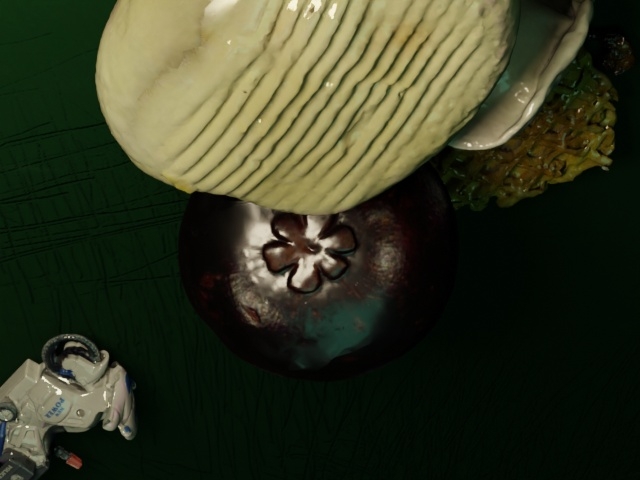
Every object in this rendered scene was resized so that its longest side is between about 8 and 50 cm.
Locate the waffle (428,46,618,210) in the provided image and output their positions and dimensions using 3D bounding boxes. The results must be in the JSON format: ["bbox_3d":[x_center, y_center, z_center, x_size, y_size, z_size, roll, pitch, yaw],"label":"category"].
[{"bbox_3d":[0.179,-0.113,1.873,0.245,0.052,0.254,-21,144,7],"label":"waffle"}]

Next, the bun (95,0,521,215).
[{"bbox_3d":[-0.019,-0.183,1.545,0.361,0.213,0.361,-14,142,-11],"label":"bun"}]

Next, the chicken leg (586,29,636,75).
[{"bbox_3d":[0.288,-0.190,1.841,0.036,0.021,0.083,-20,146,20],"label":"chicken leg"}]

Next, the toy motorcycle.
[{"bbox_3d":[-0.286,0.194,2.057,0.150,0.102,0.221,33,121,-24],"label":"toy motorcycle"}]

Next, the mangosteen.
[{"bbox_3d":[-0.002,-0.003,1.802,0.287,0.287,0.233,-23,117,8],"label":"mangosteen"}]

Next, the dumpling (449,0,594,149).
[{"bbox_3d":[0.165,-0.162,1.691,0.229,0.151,0.124,-40,133,-5],"label":"dumpling"}]
